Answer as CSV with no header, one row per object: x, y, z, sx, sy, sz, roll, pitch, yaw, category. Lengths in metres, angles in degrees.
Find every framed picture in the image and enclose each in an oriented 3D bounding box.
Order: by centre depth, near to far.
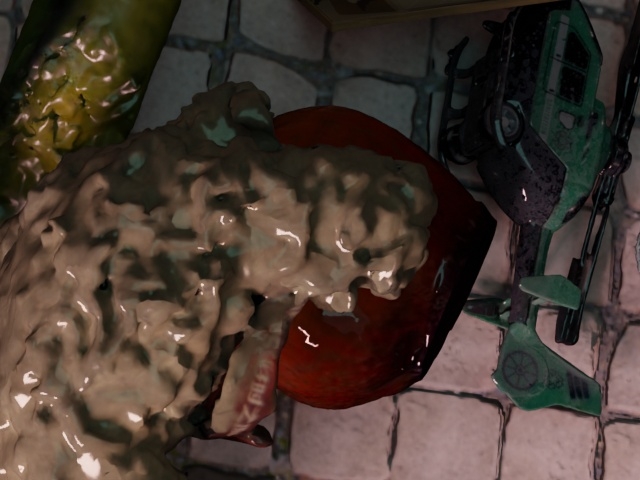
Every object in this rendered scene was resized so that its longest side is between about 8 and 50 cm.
0.086,-0.199,1.505,0.200,0.136,0.010,-9,112,-13,framed picture

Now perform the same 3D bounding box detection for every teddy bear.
-0.130,0.057,1.270,0.224,0.367,0.357,32,82,-19,teddy bear

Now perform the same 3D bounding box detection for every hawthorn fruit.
0.000,0.000,1.401,0.215,0.215,0.250,-43,90,-17,hawthorn fruit

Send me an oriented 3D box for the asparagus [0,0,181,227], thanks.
-0.162,-0.177,1.451,0.108,0.128,0.382,35,69,-46,asparagus

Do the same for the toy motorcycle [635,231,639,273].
0.391,0.033,1.516,0.315,0.113,0.169,29,67,-17,toy motorcycle

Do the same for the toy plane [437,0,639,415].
0.178,-0.052,1.505,0.155,0.106,0.382,17,69,-19,toy plane
